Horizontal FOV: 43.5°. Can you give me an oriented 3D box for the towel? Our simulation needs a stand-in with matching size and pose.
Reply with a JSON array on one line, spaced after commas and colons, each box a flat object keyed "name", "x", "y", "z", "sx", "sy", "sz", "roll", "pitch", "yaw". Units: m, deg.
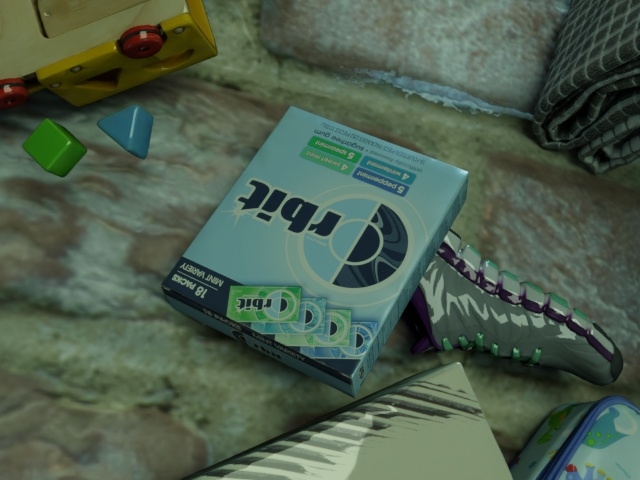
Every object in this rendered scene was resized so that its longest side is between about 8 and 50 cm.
[{"name": "towel", "x": 0.305, "y": -0.214, "z": 0.674, "sx": 0.121, "sy": 0.283, "sz": 0.235, "roll": 28, "pitch": 65, "yaw": -8}]

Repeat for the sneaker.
[{"name": "sneaker", "x": 0.127, "y": 0.071, "z": 0.643, "sx": 0.223, "sy": 0.083, "sz": 0.098, "roll": 33, "pitch": 76, "yaw": 4}]

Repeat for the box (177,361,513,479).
[{"name": "box", "x": -0.020, "y": 0.178, "z": 0.532, "sx": 0.275, "sy": 0.113, "sz": 0.094, "roll": -19, "pitch": 80, "yaw": -25}]

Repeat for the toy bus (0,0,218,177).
[{"name": "toy bus", "x": -0.176, "y": -0.148, "z": 0.579, "sx": 0.202, "sy": 0.104, "sz": 0.191, "roll": 27, "pitch": 87, "yaw": 10}]

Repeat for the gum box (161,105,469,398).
[{"name": "gum box", "x": 0.000, "y": 0.000, "z": 0.595, "sx": 0.156, "sy": 0.041, "sz": 0.184, "roll": 23, "pitch": 63, "yaw": 19}]

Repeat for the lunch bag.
[{"name": "lunch bag", "x": 0.238, "y": 0.247, "z": 0.616, "sx": 0.219, "sy": 0.090, "sz": 0.176, "roll": 47, "pitch": 67, "yaw": 0}]
